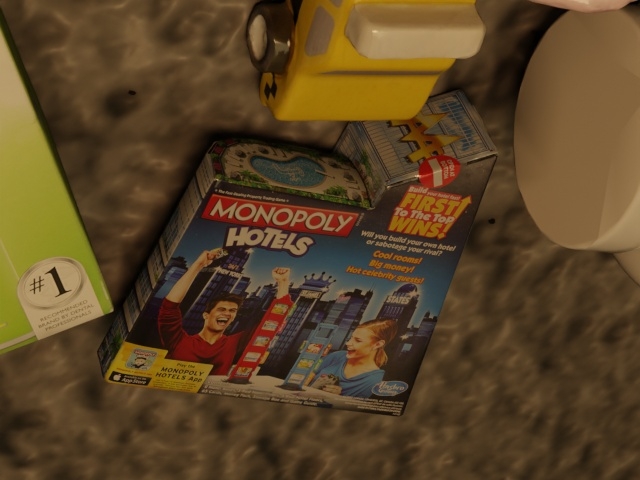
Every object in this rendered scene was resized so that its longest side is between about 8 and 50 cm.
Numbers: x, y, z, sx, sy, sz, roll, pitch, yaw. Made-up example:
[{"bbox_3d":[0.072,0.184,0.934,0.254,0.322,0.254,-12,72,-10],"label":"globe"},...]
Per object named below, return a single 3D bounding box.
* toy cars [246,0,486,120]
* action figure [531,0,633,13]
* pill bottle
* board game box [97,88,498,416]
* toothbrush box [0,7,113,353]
[{"bbox_3d":[0.116,-0.179,0.931,0.393,0.087,0.176,-37,136,13],"label":"toy cars"},{"bbox_3d":[0.107,-0.310,0.683,0.248,0.276,0.370,19,136,-30],"label":"action figure"},{"bbox_3d":[0.270,-0.049,1.062,0.323,0.181,0.181,4,130,-28],"label":"pill bottle"},{"bbox_3d":[0.000,0.000,1.074,0.194,0.060,0.194,10,126,-32],"label":"board game box"},{"bbox_3d":[-0.233,-0.060,0.864,0.206,0.122,0.283,-20,136,-6],"label":"toothbrush box"}]
